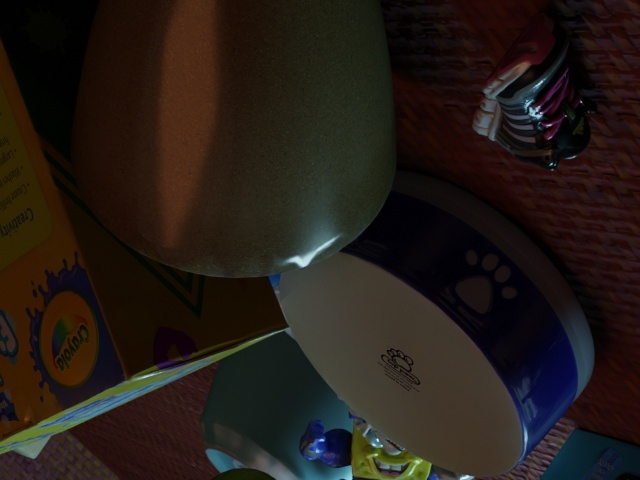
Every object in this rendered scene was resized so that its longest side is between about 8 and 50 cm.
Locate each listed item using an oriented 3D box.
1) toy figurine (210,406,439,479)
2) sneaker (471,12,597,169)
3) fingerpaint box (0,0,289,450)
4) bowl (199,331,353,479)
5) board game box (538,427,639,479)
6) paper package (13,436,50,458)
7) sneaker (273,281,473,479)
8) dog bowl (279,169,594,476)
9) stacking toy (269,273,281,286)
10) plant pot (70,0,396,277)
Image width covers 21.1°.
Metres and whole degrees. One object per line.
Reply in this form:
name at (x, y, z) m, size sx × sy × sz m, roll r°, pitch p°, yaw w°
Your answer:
toy figurine at (0.049, 0.218, 1.861) m, size 0.362 × 0.217 × 0.191 m, roll 9°, pitch -166°, yaw 2°
sneaker at (0.146, -0.090, 1.107) m, size 0.075 × 0.063 × 0.170 m, roll 37°, pitch 167°, yaw 8°
fingerpaint box at (-0.255, -0.026, 1.466) m, size 0.445 × 0.163 × 0.371 m, roll -29°, pitch 81°, yaw 54°
bowl at (-0.024, 0.245, 2.093) m, size 0.311 × 0.163 × 0.311 m, roll 33°, pitch 161°, yaw 13°
board game box at (0.389, 0.307, 1.572) m, size 0.254 × 0.079 × 0.336 m, roll 48°, pitch 160°, yaw -27°
paper package at (-0.390, 0.071, 2.107) m, size 0.168 × 0.309 × 0.325 m, roll 30°, pitch 169°, yaw 24°
sneaker at (0.057, 0.131, 1.657) m, size 0.292 × 0.118 × 0.110 m, roll 32°, pitch 163°, yaw -14°
dog bowl at (0.095, 0.074, 1.459) m, size 0.265 × 0.104 × 0.265 m, roll 32°, pitch 151°, yaw 21°
stacking toy at (-0.148, -0.038, 1.695) m, size 0.166 × 0.175 × 0.302 m, roll 58°, pitch 169°, yaw -22°
plant pot at (-0.055, -0.146, 1.152) m, size 0.237 × 0.237 × 0.254 m, roll 32°, pitch 146°, yaw 19°
